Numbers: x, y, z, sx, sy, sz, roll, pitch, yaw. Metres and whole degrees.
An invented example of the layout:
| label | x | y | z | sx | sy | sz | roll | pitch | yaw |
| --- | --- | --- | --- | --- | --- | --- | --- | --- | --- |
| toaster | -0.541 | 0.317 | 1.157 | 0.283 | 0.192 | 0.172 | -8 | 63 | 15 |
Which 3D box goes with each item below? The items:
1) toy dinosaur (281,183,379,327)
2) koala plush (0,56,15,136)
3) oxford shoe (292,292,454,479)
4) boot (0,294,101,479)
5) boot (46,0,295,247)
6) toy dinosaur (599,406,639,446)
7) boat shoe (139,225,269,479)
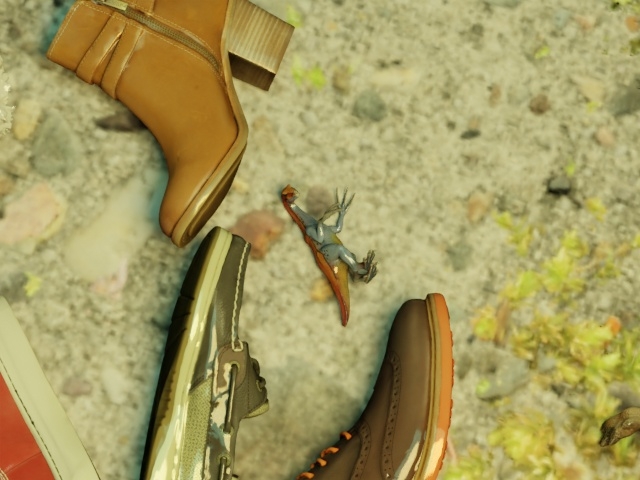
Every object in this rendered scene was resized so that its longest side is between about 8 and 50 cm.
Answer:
| label | x | y | z | sx | sy | sz | roll | pitch | yaw |
| --- | --- | --- | --- | --- | --- | --- | --- | --- | --- |
| toy dinosaur | 0.000 | 0.000 | 1.315 | 0.082 | 0.047 | 0.090 | 26 | 83 | 18 |
| koala plush | -0.293 | -0.168 | 1.251 | 0.196 | 0.203 | 0.221 | 1 | 87 | -8 |
| oxford shoe | 0.026 | 0.157 | 1.248 | 0.098 | 0.097 | 0.271 | 14 | 73 | 2 |
| boot | -0.228 | 0.170 | 1.199 | 0.176 | 0.088 | 0.244 | -28 | 64 | -14 |
| boot | -0.119 | -0.100 | 1.309 | 0.152 | 0.073 | 0.197 | 22 | 61 | -3 |
| toy dinosaur | 0.283 | 0.209 | 1.262 | 0.200 | 0.127 | 0.295 | 23 | 60 | -9 |
| boat shoe | -0.071 | 0.105 | 1.259 | 0.073 | 0.080 | 0.223 | 14 | 78 | -10 |
